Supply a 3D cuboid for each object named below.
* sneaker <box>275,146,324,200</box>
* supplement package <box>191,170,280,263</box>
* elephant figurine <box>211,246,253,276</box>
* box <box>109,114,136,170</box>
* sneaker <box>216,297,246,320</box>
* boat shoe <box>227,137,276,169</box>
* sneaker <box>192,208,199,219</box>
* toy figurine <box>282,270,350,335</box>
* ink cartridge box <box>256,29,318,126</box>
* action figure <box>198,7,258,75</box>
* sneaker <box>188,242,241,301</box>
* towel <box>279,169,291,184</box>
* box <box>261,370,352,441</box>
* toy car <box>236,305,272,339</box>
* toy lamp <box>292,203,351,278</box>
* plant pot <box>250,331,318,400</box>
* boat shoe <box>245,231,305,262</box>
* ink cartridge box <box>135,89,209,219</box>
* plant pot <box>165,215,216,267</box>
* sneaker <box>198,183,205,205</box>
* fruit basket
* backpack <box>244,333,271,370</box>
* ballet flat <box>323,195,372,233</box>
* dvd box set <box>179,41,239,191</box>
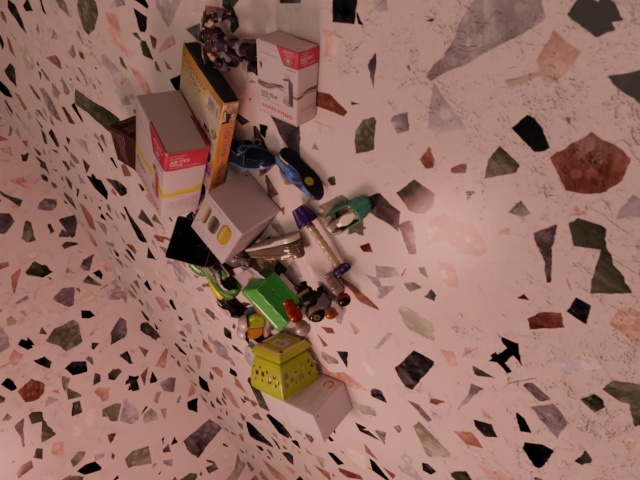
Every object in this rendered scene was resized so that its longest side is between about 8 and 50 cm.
[{"bbox_3d":[-0.069,-0.204,1.560,0.209,0.069,0.082,49,146,7],"label":"sneaker"},{"bbox_3d":[-0.325,-0.085,1.812,0.199,0.198,0.263,50,143,4],"label":"supplement package"},{"bbox_3d":[-0.366,0.072,2.047,0.170,0.185,0.239,8,146,-1],"label":"elephant figurine"},{"bbox_3d":[-0.737,-0.402,2.007,0.203,0.168,0.166,30,137,27],"label":"box"},{"bbox_3d":[-0.444,0.306,2.352,0.217,0.079,0.121,22,135,35],"label":"sneaker"},{"bbox_3d":[-0.262,-0.301,1.650,0.258,0.109,0.088,15,126,36],"label":"boat shoe"},{"bbox_3d":[-0.518,-0.106,2.112,0.075,0.057,0.161,55,146,-13],"label":"sneaker"},{"bbox_3d":[-0.008,0.230,1.728,0.148,0.210,0.213,59,142,19],"label":"toy figurine"},{"bbox_3d":[-0.095,-0.455,1.361,0.159,0.092,0.217,30,139,27],"label":"ink cartridge box"},{"bbox_3d":[-0.272,-0.583,1.444,0.285,0.099,0.185,35,147,27],"label":"action figure"},{"bbox_3d":[-0.487,0.123,2.230,0.343,0.134,0.146,50,137,-12],"label":"sneaker"},{"bbox_3d":[-0.104,-0.216,1.631,0.083,0.009,0.060,4,121,45],"label":"towel"},{"bbox_3d":[-0.065,0.723,2.188,0.346,0.215,0.168,7,125,43],"label":"box"},{"bbox_3d":[-0.310,0.375,2.241,0.182,0.159,0.136,106,154,-48],"label":"toy car"},{"bbox_3d":[0.000,0.000,1.644,0.274,0.080,0.080,54,143,-3],"label":"toy lamp"},{"bbox_3d":[-0.168,0.540,2.133,0.228,0.227,0.207,9,110,42],"label":"plant pot"},{"bbox_3d":[-0.177,0.039,1.835,0.305,0.109,0.091,-12,106,46],"label":"boat shoe"},{"bbox_3d":[-0.552,-0.301,1.756,0.279,0.161,0.384,58,148,20],"label":"ink cartridge box"},{"bbox_3d":[-0.527,0.018,2.082,0.188,0.187,0.167,14,171,10],"label":"plant pot"},{"bbox_3d":[-0.570,-0.249,2.050,0.222,0.083,0.118,52,128,5],"label":"sneaker"},{"bbox_3d":[-0.212,0.242,2.023,0.327,0.165,0.353,48,162,-7],"label":"fruit basket"},{"bbox_3d":[-0.278,0.553,2.333,0.166,0.144,0.188,28,140,20],"label":"backpack"},{"bbox_3d":[0.062,-0.066,1.516,0.083,0.087,0.247,54,143,-3],"label":"ballet flat"},{"bbox_3d":[-0.407,-0.419,1.679,0.307,0.062,0.420,55,146,22],"label":"dvd box set"}]
